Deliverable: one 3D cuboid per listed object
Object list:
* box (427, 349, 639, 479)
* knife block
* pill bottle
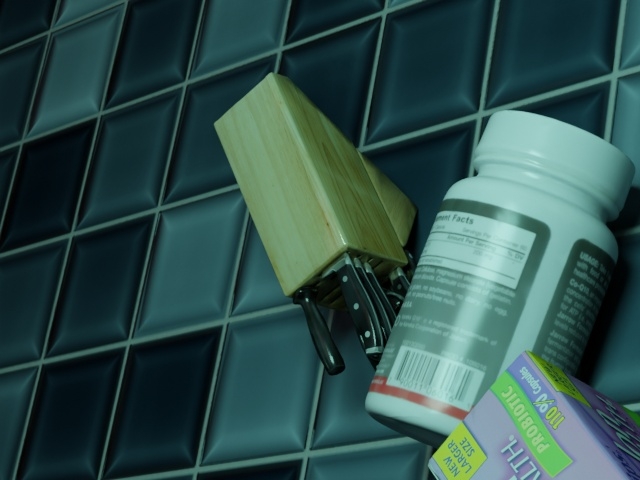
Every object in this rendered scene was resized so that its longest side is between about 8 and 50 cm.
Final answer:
[{"bbox_3d":[0.234,0.221,1.436,0.117,0.243,0.213,-51,37,14],"label":"box"},{"bbox_3d":[0.000,0.000,1.867,0.088,0.275,0.242,-40,12,26],"label":"knife block"},{"bbox_3d":[0.160,0.045,1.706,0.161,0.161,0.283,10,75,52],"label":"pill bottle"}]
